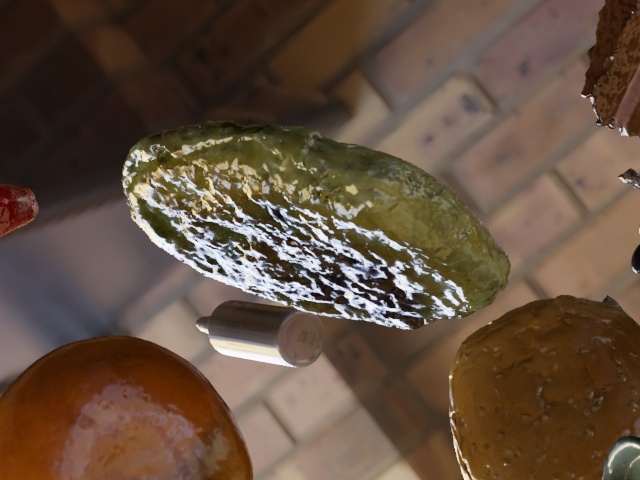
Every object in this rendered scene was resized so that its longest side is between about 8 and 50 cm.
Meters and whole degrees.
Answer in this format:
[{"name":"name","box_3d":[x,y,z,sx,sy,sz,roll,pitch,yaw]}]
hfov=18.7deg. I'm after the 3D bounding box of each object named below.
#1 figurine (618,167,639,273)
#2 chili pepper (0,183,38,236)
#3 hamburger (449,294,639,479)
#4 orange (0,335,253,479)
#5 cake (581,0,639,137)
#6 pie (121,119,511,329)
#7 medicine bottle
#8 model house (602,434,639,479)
[{"name":"figurine","box_3d":[0.459,0.015,2.147,0.265,0.197,0.175,3,-161,33]},{"name":"chili pepper","box_3d":[-0.263,-0.012,1.358,0.050,0.059,0.268,-20,177,28]},{"name":"hamburger","box_3d":[0.272,0.195,2.176,0.259,0.283,0.144,-30,137,11]},{"name":"orange","box_3d":[-0.171,0.199,1.613,0.240,0.240,0.171,-36,-177,-18]},{"name":"cake","box_3d":[0.301,-0.218,1.536,0.113,0.116,0.295,25,-83,64]},{"name":"pie","box_3d":[0.000,0.000,1.565,0.323,0.323,0.070,128,-17,-66]},{"name":"medicine bottle","box_3d":[-0.071,0.089,1.923,0.057,0.057,0.199,-35,-160,-26]},{"name":"model house","box_3d":[0.255,0.225,1.482,0.291,0.184,0.253,-6,-167,-26]}]
